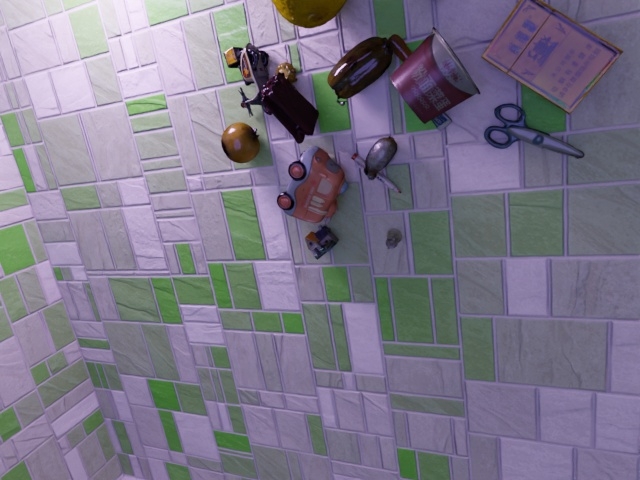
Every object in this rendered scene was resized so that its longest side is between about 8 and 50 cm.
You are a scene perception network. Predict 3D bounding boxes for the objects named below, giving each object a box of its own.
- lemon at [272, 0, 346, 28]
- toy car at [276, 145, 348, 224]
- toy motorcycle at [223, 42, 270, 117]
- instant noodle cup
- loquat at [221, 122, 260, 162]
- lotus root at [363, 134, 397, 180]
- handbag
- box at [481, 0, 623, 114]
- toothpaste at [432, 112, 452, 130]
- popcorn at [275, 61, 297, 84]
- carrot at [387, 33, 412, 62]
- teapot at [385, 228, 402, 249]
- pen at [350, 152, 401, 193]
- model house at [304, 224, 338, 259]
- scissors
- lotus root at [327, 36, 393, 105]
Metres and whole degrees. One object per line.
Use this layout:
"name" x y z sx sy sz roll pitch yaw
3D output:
"lemon" -0.040 -0.805 1.353 0.268 0.268 0.322 -8 84 26
"toy car" -0.017 -0.191 1.623 0.212 0.180 0.271 25 118 2
"toy motorcycle" -0.241 -0.574 1.625 0.157 0.091 0.263 -10 102 35
"instant noodle cup" 0.330 -0.468 1.320 0.178 0.235 0.235 -36 92 24
"loquat" -0.301 -0.368 1.697 0.163 0.137 0.163 0 91 30
"lotus root" 0.200 -0.284 1.535 0.088 0.088 0.165 38 112 7
"handbag" -0.106 -0.449 1.516 0.074 0.203 0.216 -33 120 28
"box" 0.637 -0.522 1.262 0.301 0.084 0.193 37 119 7
"toothpaste" 0.345 -0.444 1.447 0.197 0.035 0.057 52 135 -3
"popcorn" -0.119 -0.585 1.583 0.083 0.057 0.082 -17 95 31
"carrot" 0.282 -0.571 1.425 0.047 0.047 0.191 -40 95 30
"teapot" 0.258 0.000 1.618 0.057 0.083 0.067 27 115 7
"pen" 0.198 -0.234 1.591 0.218 0.026 0.026 39 119 6
"model house" 0.000 0.000 1.728 0.100 0.088 0.100 -39 92 26
"scissors" 0.649 -0.310 1.359 0.289 0.041 0.138 27 118 17
"lotus root" 0.126 -0.555 1.451 0.241 0.123 0.124 -31 123 28
